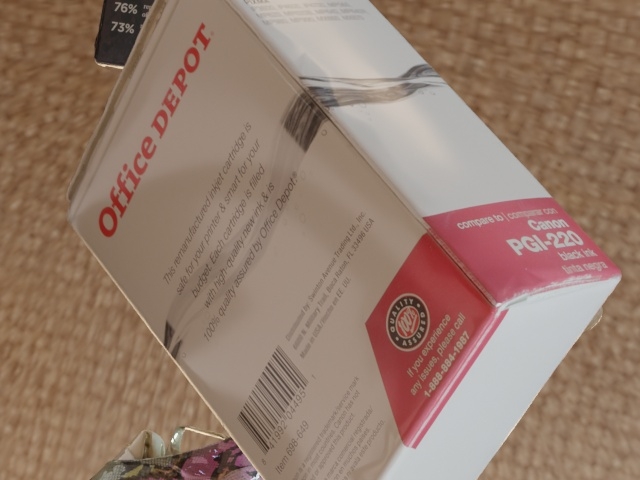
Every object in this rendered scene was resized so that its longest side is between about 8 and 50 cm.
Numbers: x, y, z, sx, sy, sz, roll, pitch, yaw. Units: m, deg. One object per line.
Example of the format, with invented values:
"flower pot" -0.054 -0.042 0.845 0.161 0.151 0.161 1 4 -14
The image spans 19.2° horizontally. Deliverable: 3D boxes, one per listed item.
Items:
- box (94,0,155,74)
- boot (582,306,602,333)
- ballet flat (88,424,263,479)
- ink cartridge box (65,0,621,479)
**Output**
"box" -0.090 -0.232 1.593 0.153 0.108 0.207 11 90 12
"boot" 0.164 0.077 1.749 0.197 0.152 0.073 -40 56 2
"ballet flat" -0.153 0.230 1.933 0.221 0.077 0.079 -11 70 29
"ink cartridge box" 0.000 0.000 0.816 0.218 0.092 0.158 49 128 25
